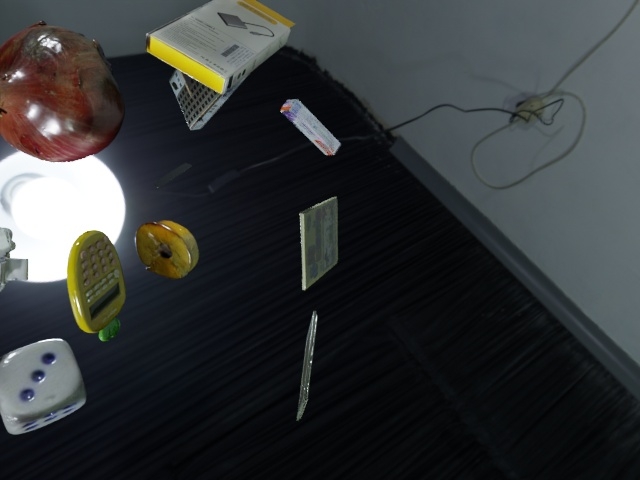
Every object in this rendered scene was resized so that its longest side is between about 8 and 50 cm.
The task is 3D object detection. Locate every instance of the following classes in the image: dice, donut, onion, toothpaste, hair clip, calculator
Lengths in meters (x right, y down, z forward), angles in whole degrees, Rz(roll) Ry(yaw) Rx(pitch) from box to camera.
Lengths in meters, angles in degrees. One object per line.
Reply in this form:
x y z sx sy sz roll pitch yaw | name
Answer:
-0.765 0.395 1.212 0.194 0.194 0.191 -46 67 48 | dice
-0.433 0.021 1.282 0.191 0.074 0.174 7 113 20 | donut
-0.690 -0.378 1.162 0.354 0.354 0.353 42 146 37 | onion
-0.022 -0.303 1.206 0.047 0.040 0.196 14 162 48 | toothpaste
-0.609 0.037 0.809 0.221 0.054 0.140 8 101 31 | hair clip
-0.433 0.092 0.869 0.146 0.032 0.234 -72 -16 -66 | calculator

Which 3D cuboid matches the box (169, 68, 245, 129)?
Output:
-0.338 -0.483 1.322 0.325 0.047 0.180 -25 88 46 | box

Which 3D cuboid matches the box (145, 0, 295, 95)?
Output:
-0.144 -0.320 0.702 0.129 0.247 0.033 30 137 1 | box

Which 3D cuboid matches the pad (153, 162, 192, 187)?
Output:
-0.665 -0.207 1.847 0.055 0.323 0.250 39 175 -27 | pad

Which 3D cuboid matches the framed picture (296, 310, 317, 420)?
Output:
-0.042 0.404 1.433 0.231 0.018 0.292 103 176 -55 | framed picture

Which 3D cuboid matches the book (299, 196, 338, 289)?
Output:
0.000 0.000 0.988 0.013 0.192 0.167 6 108 22 | book
